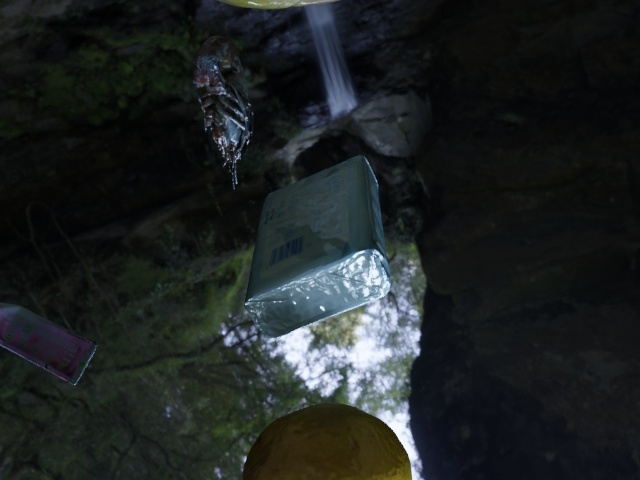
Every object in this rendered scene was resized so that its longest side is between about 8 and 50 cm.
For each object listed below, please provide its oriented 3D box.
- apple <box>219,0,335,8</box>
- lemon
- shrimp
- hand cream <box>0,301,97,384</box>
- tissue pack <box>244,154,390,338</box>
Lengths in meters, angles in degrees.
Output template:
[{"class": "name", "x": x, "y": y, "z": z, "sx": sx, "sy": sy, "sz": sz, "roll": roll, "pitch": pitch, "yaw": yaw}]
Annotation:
[{"class": "apple", "x": -0.015, "y": -0.290, "z": 0.441, "sx": 0.256, "sy": 0.234, "sz": 0.257, "roll": -9, "pitch": -176, "yaw": 1}, {"class": "lemon", "x": 0.012, "y": 0.287, "z": 0.760, "sx": 0.188, "sy": 0.188, "sz": 0.256, "roll": 1, "pitch": 169, "yaw": 43}, {"class": "shrimp", "x": -0.134, "y": -0.177, "z": 0.924, "sx": 0.090, "sy": 0.233, "sz": 0.079, "roll": 16, "pitch": -142, "yaw": 28}, {"class": "hand cream", "x": -0.557, "y": 0.179, "z": 1.228, "sx": 0.275, "sy": 0.079, "sz": 0.050, "roll": 23, "pitch": -168, "yaw": 14}, {"class": "tissue pack", "x": 0.000, "y": 0.000, "z": 0.859, "sx": 0.177, "sy": 0.089, "sz": 0.263, "roll": -22, "pitch": -152, "yaw": 14}]
